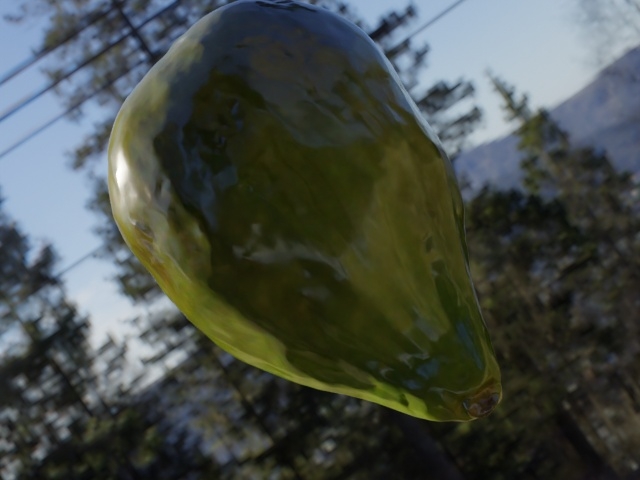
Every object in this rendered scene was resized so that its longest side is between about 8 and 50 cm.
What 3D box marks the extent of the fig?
[{"bbox_3d":[-0.003,-0.009,0.695,0.167,0.233,0.167,-40,5,4],"label":"fig"}]
